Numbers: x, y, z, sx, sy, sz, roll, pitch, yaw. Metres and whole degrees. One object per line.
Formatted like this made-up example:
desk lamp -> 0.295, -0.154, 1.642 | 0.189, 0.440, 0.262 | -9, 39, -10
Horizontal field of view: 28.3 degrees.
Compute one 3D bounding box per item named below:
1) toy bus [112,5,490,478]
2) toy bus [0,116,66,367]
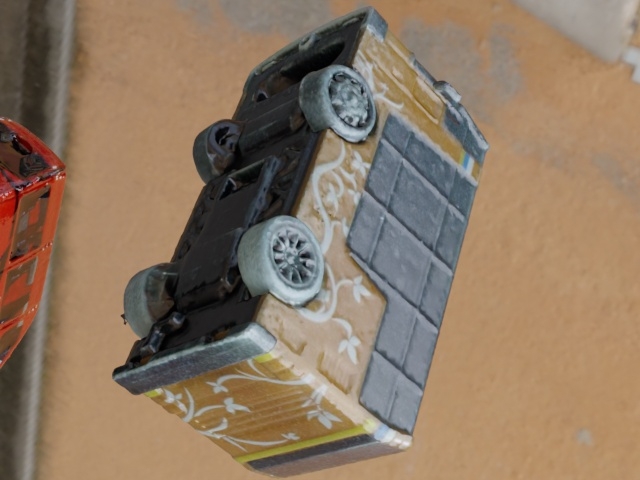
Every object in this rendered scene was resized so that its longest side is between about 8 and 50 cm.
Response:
toy bus -> 0.000, 0.000, 0.814 | 0.167, 0.138, 0.275 | 41, 48, -28
toy bus -> -0.219, 0.022, 0.772 | 0.089, 0.081, 0.195 | -26, 146, -46
